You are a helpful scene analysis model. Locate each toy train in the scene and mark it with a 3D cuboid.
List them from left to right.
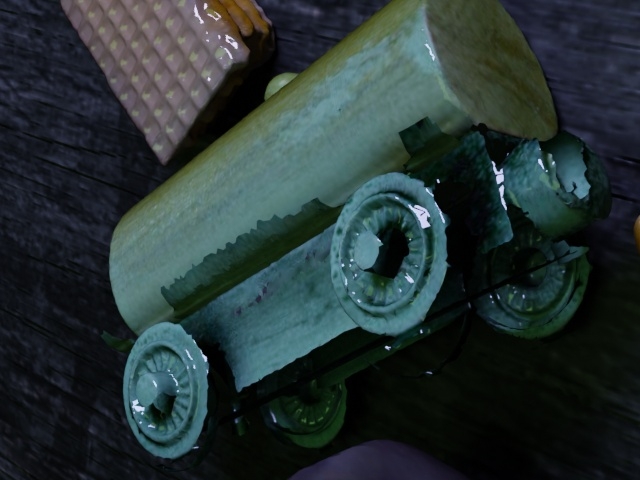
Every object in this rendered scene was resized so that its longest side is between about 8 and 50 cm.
[{"bbox_3d":[-0.006,-0.002,0.569,0.307,0.126,0.189,-33,72,39],"label":"toy train"}]

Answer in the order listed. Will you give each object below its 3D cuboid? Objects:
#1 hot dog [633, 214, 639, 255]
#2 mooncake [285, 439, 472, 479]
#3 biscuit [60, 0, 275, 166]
[{"bbox_3d":[0.171,0.030,0.470,0.056,0.041,0.133,-42,66,36],"label":"hot dog"},{"bbox_3d":[0.006,0.213,0.501,0.133,0.245,0.245,35,116,31],"label":"mooncake"},{"bbox_3d":[-0.148,-0.211,0.725,0.379,0.054,0.094,54,124,25],"label":"biscuit"}]
